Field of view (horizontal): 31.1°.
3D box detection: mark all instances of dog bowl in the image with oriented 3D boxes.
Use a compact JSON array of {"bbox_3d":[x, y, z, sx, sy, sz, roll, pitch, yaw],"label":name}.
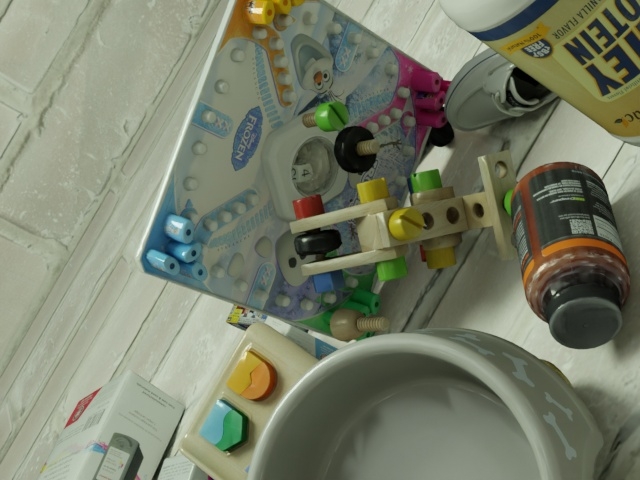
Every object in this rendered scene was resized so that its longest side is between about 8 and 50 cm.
[{"bbox_3d":[0.083,0.240,1.022,0.348,0.102,0.349,-9,72,28],"label":"dog bowl"}]

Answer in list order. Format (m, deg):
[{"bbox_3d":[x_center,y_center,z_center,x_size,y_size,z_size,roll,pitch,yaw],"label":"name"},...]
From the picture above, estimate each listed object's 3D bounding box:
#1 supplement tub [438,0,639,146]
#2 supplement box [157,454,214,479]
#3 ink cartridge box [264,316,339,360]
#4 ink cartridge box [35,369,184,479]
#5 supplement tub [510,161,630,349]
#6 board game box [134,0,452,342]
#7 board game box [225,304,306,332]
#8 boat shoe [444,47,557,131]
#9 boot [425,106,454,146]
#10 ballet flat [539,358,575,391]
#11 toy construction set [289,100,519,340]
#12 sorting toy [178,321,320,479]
[{"bbox_3d":[0.294,-0.229,1.091,0.228,0.316,0.228,-46,26,31],"label":"supplement tub"},{"bbox_3d":[-0.181,0.415,1.583,0.114,0.111,0.220,-28,39,52],"label":"supplement box"},{"bbox_3d":[-0.053,0.192,1.609,0.143,0.092,0.090,-64,23,-5],"label":"ink cartridge box"},{"bbox_3d":[-0.386,0.400,1.964,0.226,0.131,0.306,-30,30,49],"label":"ink cartridge box"},{"bbox_3d":[0.252,0.016,1.161,0.106,0.106,0.198,-45,26,33],"label":"supplement tub"},{"bbox_3d":[-0.007,-0.092,1.441,0.050,0.390,0.390,16,85,46],"label":"board game box"},{"bbox_3d":[-0.052,0.059,1.810,0.194,0.060,0.194,-64,23,-12],"label":"board game box"},{"bbox_3d":[0.248,-0.202,1.449,0.258,0.095,0.084,-39,26,44],"label":"boat shoe"},{"bbox_3d":[0.143,-0.142,1.663,0.099,0.045,0.121,-47,19,25],"label":"boot"},{"bbox_3d":[0.134,0.265,1.125,0.349,0.123,0.123,-59,22,5],"label":"ballet flat"},{"bbox_3d":[0.118,0.014,1.331,0.237,0.257,0.309,-4,71,48],"label":"toy construction set"},{"bbox_3d":[-0.070,0.237,1.512,0.193,0.038,0.208,32,90,25],"label":"sorting toy"}]
